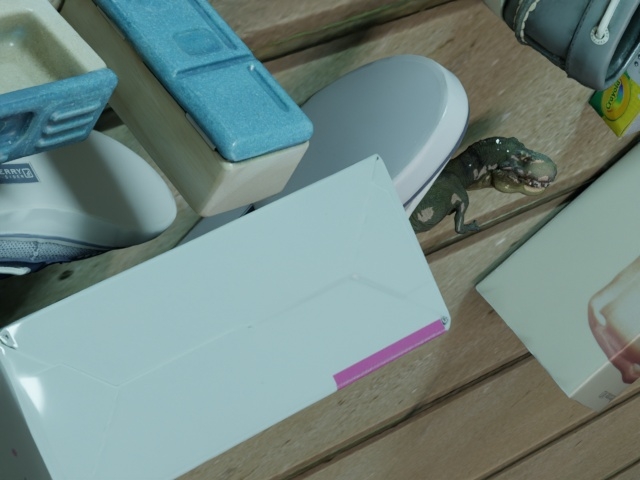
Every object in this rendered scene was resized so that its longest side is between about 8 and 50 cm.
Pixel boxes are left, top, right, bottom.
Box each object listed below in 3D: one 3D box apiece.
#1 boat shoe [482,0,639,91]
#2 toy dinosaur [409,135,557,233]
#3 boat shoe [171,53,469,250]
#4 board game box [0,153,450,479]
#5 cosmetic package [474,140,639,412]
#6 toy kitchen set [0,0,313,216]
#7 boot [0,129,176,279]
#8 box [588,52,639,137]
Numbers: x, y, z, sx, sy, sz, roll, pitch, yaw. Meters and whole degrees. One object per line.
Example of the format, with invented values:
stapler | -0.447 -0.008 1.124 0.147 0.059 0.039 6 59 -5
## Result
boat shoe | 0.237 -0.217 1.122 0.319 0.099 0.116 -44 160 12
toy dinosaur | 0.037 0.006 1.314 0.268 0.064 0.118 -23 142 -31
boat shoe | 0.000 0.000 1.142 0.088 0.096 0.267 23 121 -41
board game box | -0.113 0.073 0.973 0.224 0.097 0.303 -25 -179 -34
cosmetic package | 0.293 -0.002 1.647 0.296 0.129 0.153 -42 161 8
toy kitchen set | -0.089 -0.091 0.783 0.207 0.122 0.166 -20 153 -43
boot | -0.159 -0.008 0.942 0.086 0.069 0.190 -42 153 29
box | 0.278 -0.156 1.416 0.105 0.043 0.179 -20 155 -42
